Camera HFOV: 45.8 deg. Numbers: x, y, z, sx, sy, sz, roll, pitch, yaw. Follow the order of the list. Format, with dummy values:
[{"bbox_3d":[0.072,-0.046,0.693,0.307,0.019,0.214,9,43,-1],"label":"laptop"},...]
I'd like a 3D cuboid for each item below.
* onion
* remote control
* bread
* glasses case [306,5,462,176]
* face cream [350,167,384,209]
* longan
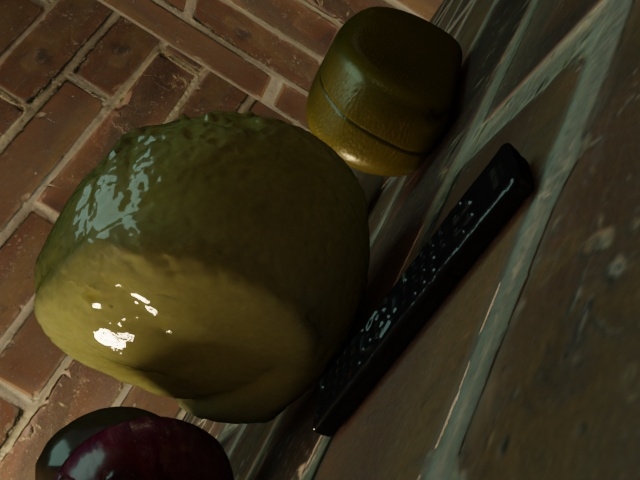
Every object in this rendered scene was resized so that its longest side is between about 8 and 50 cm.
[{"bbox_3d":[-0.170,0.249,0.730,0.177,0.177,0.153,-55,31,43],"label":"onion"},{"bbox_3d":[0.062,0.041,0.517,0.245,0.025,0.063,-56,6,28],"label":"remote control"},{"bbox_3d":[-0.104,0.023,0.727,0.320,0.321,0.237,126,158,-44],"label":"bread"},{"bbox_3d":[0.082,-0.203,1.012,0.141,0.173,0.371,-60,3,30],"label":"glasses case"},{"bbox_3d":[0.000,0.000,1.148,0.269,0.082,0.082,-59,4,-10],"label":"face cream"},{"bbox_3d":[-0.325,0.372,1.202,0.246,0.246,0.215,-55,36,35],"label":"longan"}]
